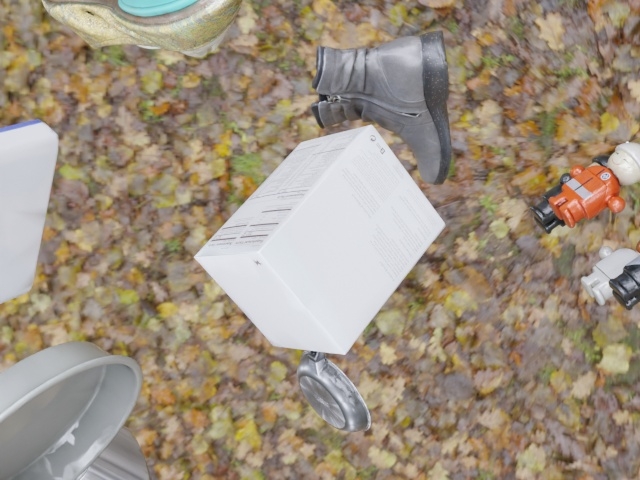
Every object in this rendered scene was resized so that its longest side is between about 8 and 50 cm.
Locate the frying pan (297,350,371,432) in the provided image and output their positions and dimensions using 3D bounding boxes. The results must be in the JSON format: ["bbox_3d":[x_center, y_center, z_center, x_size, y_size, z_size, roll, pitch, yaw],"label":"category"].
[{"bbox_3d":[0.022,0.265,1.660,0.197,0.053,0.326,40,152,25],"label":"frying pan"}]

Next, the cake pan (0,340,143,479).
[{"bbox_3d":[-0.330,0.225,0.976,0.054,0.293,0.293,41,107,18],"label":"cake pan"}]

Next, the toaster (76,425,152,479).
[{"bbox_3d":[-0.341,0.338,1.261,0.129,0.227,0.146,-46,124,2],"label":"toaster"}]

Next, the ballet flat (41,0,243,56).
[{"bbox_3d":[-0.156,-0.231,0.854,0.348,0.123,0.123,18,103,46],"label":"ballet flat"}]

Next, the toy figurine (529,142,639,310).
[{"bbox_3d":[0.415,-0.020,1.205,0.148,0.213,0.209,-35,85,0],"label":"toy figurine"}]

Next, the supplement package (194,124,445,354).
[{"bbox_3d":[0.000,0.000,1.274,0.199,0.262,0.198,51,153,-21],"label":"supplement package"}]

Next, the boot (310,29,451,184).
[{"bbox_3d":[0.103,-0.214,1.460,0.223,0.338,0.118,-7,51,6],"label":"boot"}]

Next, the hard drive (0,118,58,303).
[{"bbox_3d":[-0.389,0.018,0.774,0.040,0.319,0.210,38,127,20],"label":"hard drive"}]
